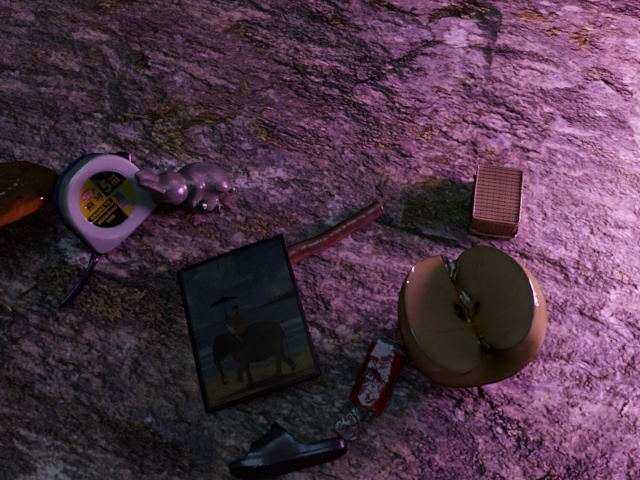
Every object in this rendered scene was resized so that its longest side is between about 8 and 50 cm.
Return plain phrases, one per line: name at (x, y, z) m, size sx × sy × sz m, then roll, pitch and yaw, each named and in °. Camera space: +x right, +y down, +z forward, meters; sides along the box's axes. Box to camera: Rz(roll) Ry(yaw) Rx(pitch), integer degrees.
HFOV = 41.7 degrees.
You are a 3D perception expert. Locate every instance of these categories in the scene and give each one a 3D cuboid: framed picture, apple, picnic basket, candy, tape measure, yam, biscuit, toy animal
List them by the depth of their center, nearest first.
apple at (0.309, 0.164, 1.727) m, size 0.295 × 0.233 × 0.258 m, roll -23°, pitch 51°, yaw 1°
candy at (0.118, 0.288, 1.762) m, size 0.086 × 0.059 × 0.292 m, roll 23°, pitch 67°, yaw 10°
framed picture at (-0.162, 0.172, 1.812) m, size 0.265 × 0.016 × 0.347 m, roll -19°, pitch 63°, yaw 7°
biscuit at (-0.761, -0.098, 1.870) m, size 0.359 × 0.046 × 0.359 m, roll -5°, pitch 30°, yaw 3°
tape measure at (-0.526, -0.041, 1.872) m, size 0.351 × 0.215 × 0.098 m, roll -50°, pitch 31°, yaw -19°
toy animal at (-0.321, -0.121, 1.907) m, size 0.236 × 0.108 × 0.138 m, roll 0°, pitch 52°, yaw -31°
yam at (0.000, 0.000, 1.917) m, size 0.326 × 0.045 × 0.045 m, roll -29°, pitch 45°, yaw -13°
picnic basket at (0.405, -0.090, 1.937) m, size 0.115 × 0.079 × 0.164 m, roll 9°, pitch 64°, yaw 5°

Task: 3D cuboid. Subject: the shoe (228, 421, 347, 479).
shoe at (-0.069, 0.410, 1.679) m, size 0.241 × 0.108 × 0.093 m, roll -9°, pitch 62°, yaw -12°
